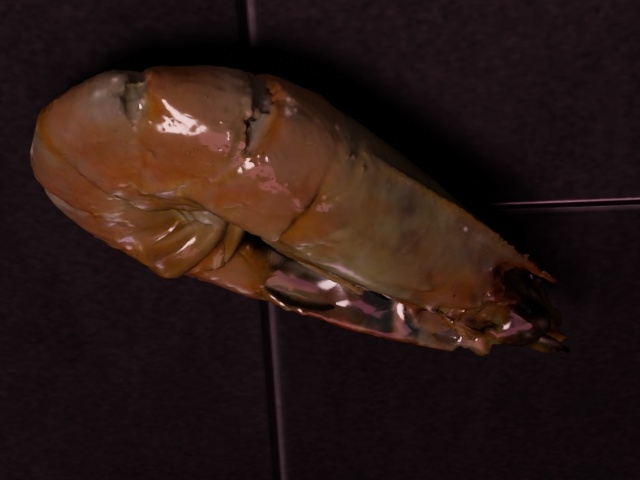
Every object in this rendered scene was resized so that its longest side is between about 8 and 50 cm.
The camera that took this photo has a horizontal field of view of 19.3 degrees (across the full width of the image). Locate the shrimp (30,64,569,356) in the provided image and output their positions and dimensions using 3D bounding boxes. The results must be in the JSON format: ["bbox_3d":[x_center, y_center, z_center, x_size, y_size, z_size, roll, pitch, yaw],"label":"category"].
[{"bbox_3d":[0.000,0.000,0.788,0.267,0.061,0.145,19,147,-31],"label":"shrimp"}]
